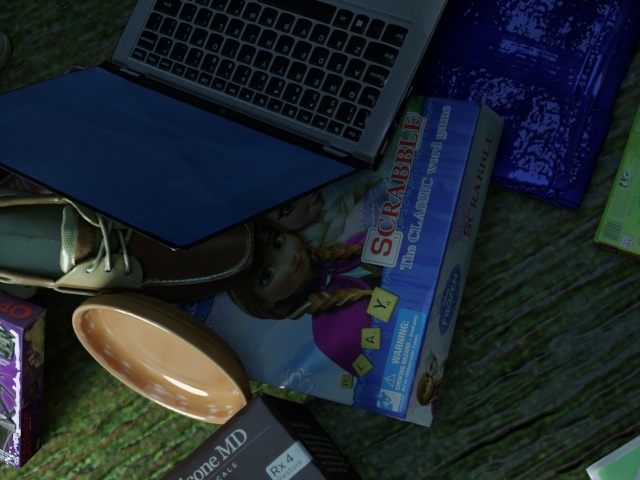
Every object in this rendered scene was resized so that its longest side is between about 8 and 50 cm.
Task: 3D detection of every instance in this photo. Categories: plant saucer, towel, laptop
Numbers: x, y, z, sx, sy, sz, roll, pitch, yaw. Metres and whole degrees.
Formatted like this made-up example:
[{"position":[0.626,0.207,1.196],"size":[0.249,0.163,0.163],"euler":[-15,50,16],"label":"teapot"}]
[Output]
[{"position":[-0.153,0.113,1.281],"size":[0.200,0.200,0.037],"euler":[21,61,16],"label":"plant saucer"},{"position":[0.214,-0.208,1.347],"size":[0.228,0.076,0.308],"euler":[19,85,15],"label":"towel"},{"position":[-0.122,-0.209,1.271],"size":[0.382,0.236,0.407],"euler":[24,89,32],"label":"laptop"}]

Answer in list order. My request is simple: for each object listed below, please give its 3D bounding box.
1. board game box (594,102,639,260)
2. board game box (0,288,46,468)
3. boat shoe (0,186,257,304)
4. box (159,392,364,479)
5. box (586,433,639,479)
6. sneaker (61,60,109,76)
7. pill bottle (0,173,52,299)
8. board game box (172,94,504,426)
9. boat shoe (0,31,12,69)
[{"position":[0.351,-0.067,1.307],"size":[0.092,0.043,0.181],"euler":[18,85,15],"label":"board game box"},{"position":[-0.457,0.098,1.400],"size":[0.347,0.056,0.208],"euler":[22,123,16],"label":"board game box"},{"position":[-0.227,0.006,1.284],"size":[0.324,0.120,0.122],"euler":[0,91,4],"label":"boat shoe"},{"position":[-0.038,0.284,1.269],"size":[0.168,0.167,0.203],"euler":[-42,74,3],"label":"box"},{"position":[0.383,0.191,1.156],"size":[0.262,0.231,0.126],"euler":[-33,75,6],"label":"box"},{"position":[-0.287,-0.174,1.477],"size":[0.119,0.047,0.057],"euler":[-14,70,3],"label":"sneaker"},{"position":[-0.320,-0.014,1.411],"size":[0.216,0.121,0.121],"euler":[-38,74,3],"label":"pill bottle"},{"position":[0.000,0.000,1.320],"size":[0.318,0.066,0.318],"euler":[9,81,32],"label":"board game box"},{"position":[-0.427,-0.179,1.498],"size":[0.063,0.059,0.170],"euler":[28,87,16],"label":"boat shoe"}]
